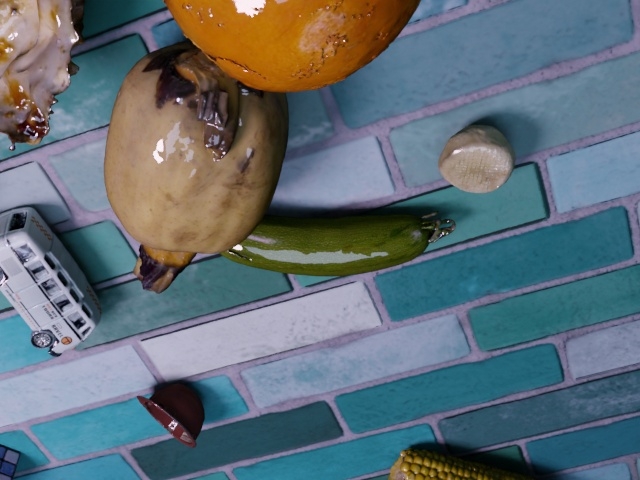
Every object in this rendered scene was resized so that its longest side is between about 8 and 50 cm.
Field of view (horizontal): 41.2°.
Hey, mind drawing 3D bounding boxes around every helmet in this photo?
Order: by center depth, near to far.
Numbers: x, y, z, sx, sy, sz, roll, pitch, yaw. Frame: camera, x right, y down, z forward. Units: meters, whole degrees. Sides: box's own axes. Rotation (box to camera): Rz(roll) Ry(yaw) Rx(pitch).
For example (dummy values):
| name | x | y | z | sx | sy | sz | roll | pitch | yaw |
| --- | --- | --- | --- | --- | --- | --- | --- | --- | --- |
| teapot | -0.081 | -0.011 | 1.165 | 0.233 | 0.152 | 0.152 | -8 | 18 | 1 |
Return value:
| name | x | y | z | sx | sy | sz | roll | pitch | yaw |
| --- | --- | --- | --- | --- | --- | --- | --- | --- | --- |
| helmet | -0.198 | 0.233 | 1.194 | 0.089 | 0.057 | 0.111 | 7 | 139 | 51 |

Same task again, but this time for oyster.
| name | x | y | z | sx | sy | sz | roll | pitch | yaw |
| --- | --- | --- | --- | --- | --- | --- | --- | --- | --- |
| oyster | -0.305 | -0.253 | 0.766 | 0.197 | 0.133 | 0.337 | 9 | 121 | -21 |

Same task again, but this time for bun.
| name | x | y | z | sx | sy | sz | roll | pitch | yaw |
| --- | --- | --- | --- | --- | --- | --- | --- | --- | --- |
| bun | 0.176 | -0.095 | 0.952 | 0.086 | 0.055 | 0.086 | 6 | 139 | 5 |

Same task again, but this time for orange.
| name | x | y | z | sx | sy | sz | roll | pitch | yaw |
| --- | --- | --- | --- | --- | --- | --- | --- | --- | --- |
| orange | -0.023 | -0.248 | 0.717 | 0.239 | 0.240 | 0.240 | -1 | 128 | -1 |

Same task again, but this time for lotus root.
| name | x | y | z | sx | sy | sz | roll | pitch | yaw |
| --- | --- | --- | --- | --- | --- | --- | --- | --- | --- |
| lotus root | -0.137 | -0.066 | 0.896 | 0.182 | 0.183 | 0.310 | 12 | 129 | -11 |

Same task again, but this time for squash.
| name | x | y | z | sx | sy | sz | roll | pitch | yaw |
| --- | --- | --- | --- | --- | --- | --- | --- | --- | --- |
| squash | -0.001 | 0.003 | 1.013 | 0.318 | 0.080 | 0.071 | 2 | 165 | -1 |

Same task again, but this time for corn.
| name | x | y | z | sx | sy | sz | roll | pitch | yaw |
| --- | --- | --- | --- | --- | --- | --- | --- | --- | --- |
| corn | 0.256 | 0.396 | 1.301 | 0.317 | 0.115 | 0.115 | 19 | 125 | -15 |

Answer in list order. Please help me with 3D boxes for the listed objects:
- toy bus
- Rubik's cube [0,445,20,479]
| name | x | y | z | sx | sy | sz | roll | pitch | yaw |
| --- | --- | --- | --- | --- | --- | --- | --- | --- | --- |
| toy bus | -0.338 | 0.051 | 1.035 | 0.089 | 0.087 | 0.194 | -23 | 124 | 4 |
| Rubik's cube | -0.516 | 0.360 | 1.264 | 0.092 | 0.092 | 0.092 | 28 | 122 | -21 |
